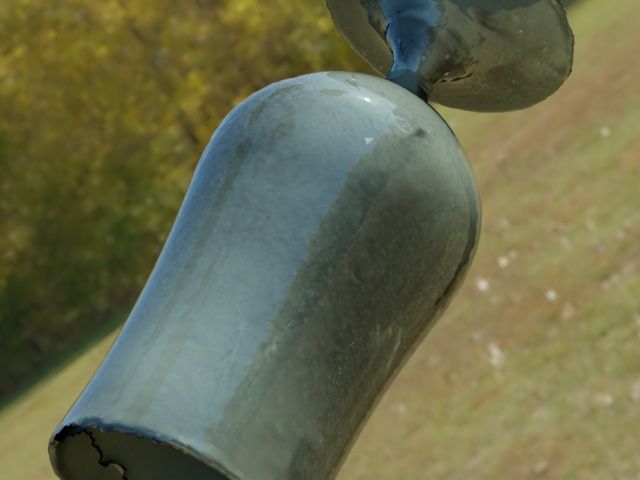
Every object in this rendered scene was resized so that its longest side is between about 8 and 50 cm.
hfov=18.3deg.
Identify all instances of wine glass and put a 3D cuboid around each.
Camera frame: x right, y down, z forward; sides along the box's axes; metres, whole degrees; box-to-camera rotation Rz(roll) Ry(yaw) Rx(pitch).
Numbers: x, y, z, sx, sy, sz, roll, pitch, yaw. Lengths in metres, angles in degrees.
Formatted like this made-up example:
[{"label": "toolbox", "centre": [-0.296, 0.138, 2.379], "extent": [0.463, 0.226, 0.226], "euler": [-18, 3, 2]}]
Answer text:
[{"label": "wine glass", "centre": [0.000, 0.000, 0.677], "extent": [0.103, 0.103, 0.231], "euler": [-33, 23, 54]}]
